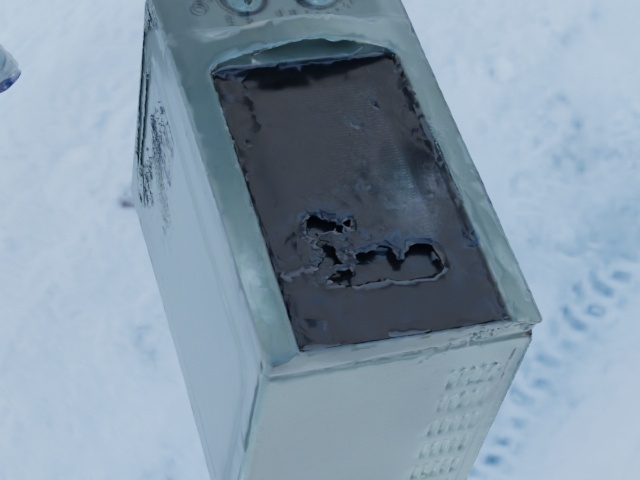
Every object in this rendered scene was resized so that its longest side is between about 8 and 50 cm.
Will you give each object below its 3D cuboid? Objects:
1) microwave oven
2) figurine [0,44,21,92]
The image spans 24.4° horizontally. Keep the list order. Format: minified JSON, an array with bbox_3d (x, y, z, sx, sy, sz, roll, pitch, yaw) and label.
[{"bbox_3d":[0.000,0.000,0.940,0.181,0.237,0.295,-9,54,-16],"label":"microwave oven"},{"bbox_3d":[-0.477,-0.291,1.807,0.274,0.133,0.194,28,114,-18],"label":"figurine"}]
